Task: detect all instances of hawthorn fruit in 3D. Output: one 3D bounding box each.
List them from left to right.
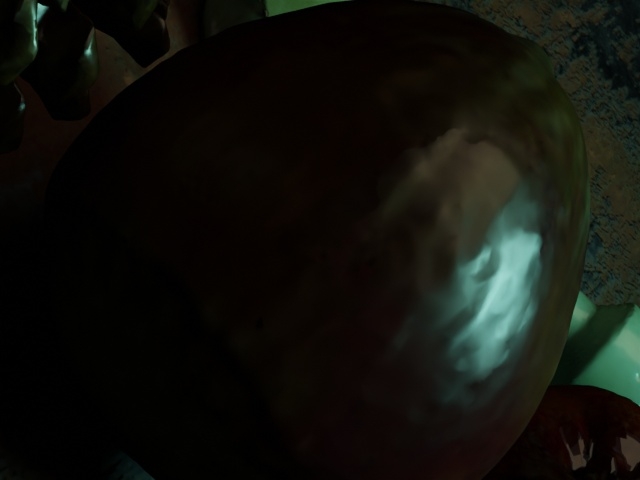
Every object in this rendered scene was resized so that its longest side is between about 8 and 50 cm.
[{"bbox_3d":[0.193,0.260,1.313,0.295,0.295,0.311,64,-2,5],"label":"hawthorn fruit"}]

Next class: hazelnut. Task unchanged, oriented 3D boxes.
[{"bbox_3d":[0.000,0.000,1.104,0.353,0.421,0.421,37,38,-13],"label":"hazelnut"}]

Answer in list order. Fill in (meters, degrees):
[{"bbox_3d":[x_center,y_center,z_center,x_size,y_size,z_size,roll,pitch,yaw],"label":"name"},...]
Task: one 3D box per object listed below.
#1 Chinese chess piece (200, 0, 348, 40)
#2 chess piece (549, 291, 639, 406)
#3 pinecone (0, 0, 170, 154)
[{"bbox_3d":[-0.017,-0.191,1.557,0.238,0.092,0.237,33,43,-37],"label":"Chinese chess piece"},{"bbox_3d":[0.198,0.048,1.512,0.299,0.194,0.194,42,34,2],"label":"chess piece"},{"bbox_3d":[-0.233,-0.227,1.037,0.384,0.384,0.384,33,41,-35],"label":"pinecone"}]
